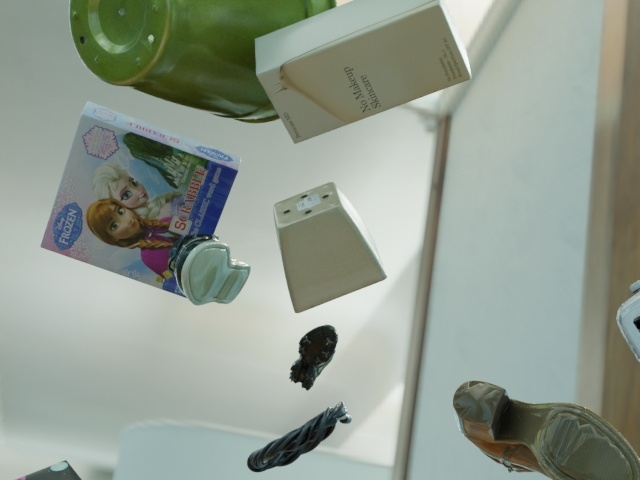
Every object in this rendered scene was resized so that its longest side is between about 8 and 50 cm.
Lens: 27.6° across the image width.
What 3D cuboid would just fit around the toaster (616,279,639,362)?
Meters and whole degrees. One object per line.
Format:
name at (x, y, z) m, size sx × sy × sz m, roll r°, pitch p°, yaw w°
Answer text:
toaster at (0.539, 0.163, 1.956) m, size 0.129 × 0.227 × 0.146 m, roll -34°, pitch -26°, yaw 13°

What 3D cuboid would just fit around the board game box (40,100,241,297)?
board game box at (-0.356, -0.074, 2.560) m, size 0.318 × 0.066 × 0.318 m, roll 19°, pitch -62°, yaw -7°

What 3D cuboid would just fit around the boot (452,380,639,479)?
boot at (0.318, 0.298, 1.799) m, size 0.283 × 0.109 × 0.220 m, roll 18°, pitch -18°, yaw 24°

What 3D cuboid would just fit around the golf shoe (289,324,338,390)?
golf shoe at (-0.005, 0.228, 2.764) m, size 0.077 × 0.094 × 0.198 m, roll 37°, pitch -45°, yaw 6°

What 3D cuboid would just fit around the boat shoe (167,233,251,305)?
boat shoe at (-0.227, 0.042, 2.426) m, size 0.113 × 0.127 × 0.340 m, roll 31°, pitch 4°, yaw 14°

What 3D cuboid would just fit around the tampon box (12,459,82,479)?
tampon box at (-0.504, 0.511, 2.482) m, size 0.120 × 0.101 × 0.161 m, roll -18°, pitch 24°, yaw -26°

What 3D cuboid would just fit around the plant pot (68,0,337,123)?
plant pot at (-0.221, -0.377, 2.208) m, size 0.366 × 0.366 × 0.353 m, roll -11°, pitch -1°, yaw 38°

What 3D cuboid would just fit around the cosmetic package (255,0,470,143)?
cosmetic package at (0.066, -0.291, 2.081) m, size 0.309 × 0.113 × 0.160 m, roll -21°, pitch -50°, yaw 13°

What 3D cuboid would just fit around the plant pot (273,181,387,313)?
plant pot at (0.000, 0.000, 1.437) m, size 0.109 × 0.109 × 0.096 m, roll -22°, pitch -66°, yaw 3°

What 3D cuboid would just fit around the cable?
cable at (-0.033, 0.319, 2.064) m, size 0.184 × 0.047 × 0.150 m, roll -30°, pitch -8°, yaw -2°
